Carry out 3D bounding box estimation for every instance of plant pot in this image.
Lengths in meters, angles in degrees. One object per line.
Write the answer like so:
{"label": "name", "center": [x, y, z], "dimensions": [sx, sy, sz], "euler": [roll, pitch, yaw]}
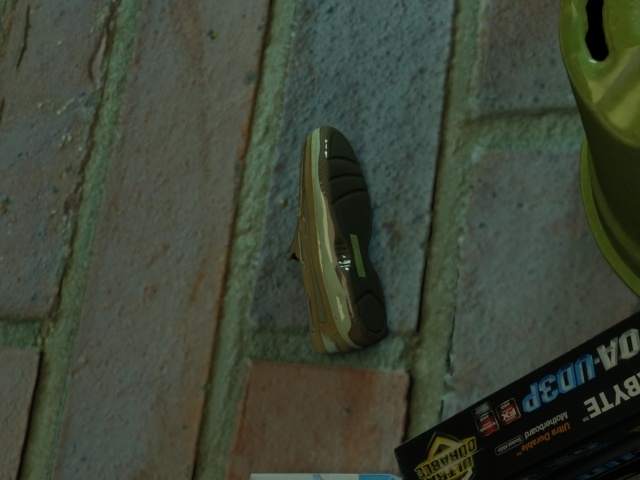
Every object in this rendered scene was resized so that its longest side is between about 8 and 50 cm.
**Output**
{"label": "plant pot", "center": [0.266, -0.095, 0.673], "dimensions": [0.276, 0.254, 0.276], "euler": [-9, 69, 25]}

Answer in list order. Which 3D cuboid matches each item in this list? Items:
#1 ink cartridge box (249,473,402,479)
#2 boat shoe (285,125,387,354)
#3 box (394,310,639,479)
{"label": "ink cartridge box", "center": [0.006, 0.222, 0.825], "dimensions": [0.123, 0.052, 0.088], "euler": [-5, 71, 25]}
{"label": "boat shoe", "center": [0.000, 0.000, 0.897], "dimensions": [0.072, 0.068, 0.190], "euler": [-21, 65, 34]}
{"label": "box", "center": [0.180, 0.105, 0.667], "dimensions": [0.220, 0.175, 0.051], "euler": [-37, 60, 32]}
